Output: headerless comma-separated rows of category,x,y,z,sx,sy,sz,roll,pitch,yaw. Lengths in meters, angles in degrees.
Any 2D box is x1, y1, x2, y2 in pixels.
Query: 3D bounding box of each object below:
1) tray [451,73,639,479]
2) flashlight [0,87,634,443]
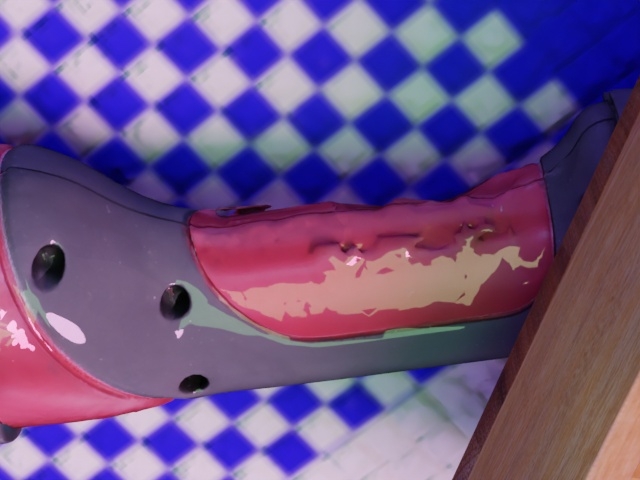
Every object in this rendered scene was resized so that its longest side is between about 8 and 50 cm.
tray,0.250,0.086,0.606,0.411,0.076,0.202,11,117,-21
flashlight,0.000,0.000,0.609,0.304,0.103,0.103,-9,86,5
